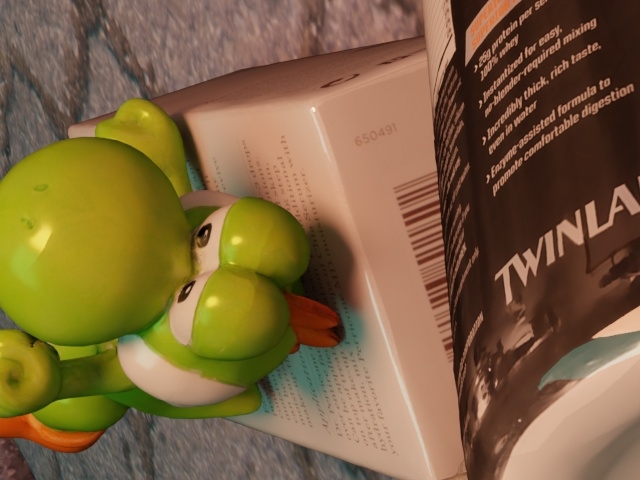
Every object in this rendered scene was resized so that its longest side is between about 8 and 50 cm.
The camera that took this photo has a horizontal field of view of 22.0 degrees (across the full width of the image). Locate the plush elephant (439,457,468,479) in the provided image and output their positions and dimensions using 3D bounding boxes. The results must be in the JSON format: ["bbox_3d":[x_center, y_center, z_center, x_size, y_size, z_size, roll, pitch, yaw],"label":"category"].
[{"bbox_3d":[0.157,0.174,0.765,0.255,0.271,0.330,-101,20,-76],"label":"plush elephant"}]

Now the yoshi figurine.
[{"bbox_3d":[-0.132,0.023,0.956,0.362,0.203,0.204,-26,80,65],"label":"yoshi figurine"}]

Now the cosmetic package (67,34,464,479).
[{"bbox_3d":[0.000,0.000,1.090,0.453,0.161,0.230,5,115,65],"label":"cosmetic package"}]

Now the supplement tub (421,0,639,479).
[{"bbox_3d":[0.137,-0.059,0.542,0.207,0.207,0.338,97,174,-50],"label":"supplement tub"}]
